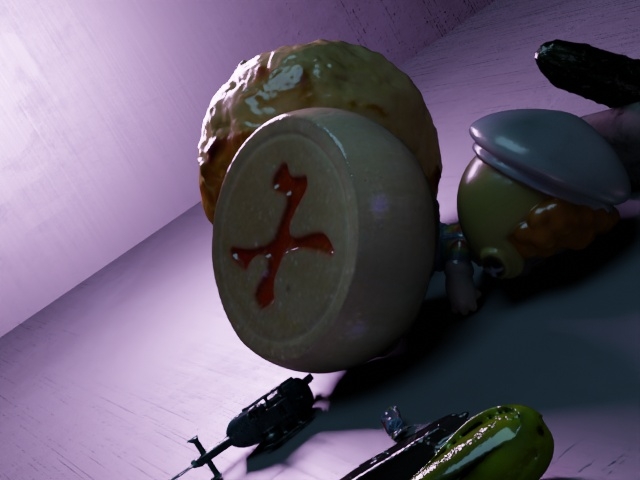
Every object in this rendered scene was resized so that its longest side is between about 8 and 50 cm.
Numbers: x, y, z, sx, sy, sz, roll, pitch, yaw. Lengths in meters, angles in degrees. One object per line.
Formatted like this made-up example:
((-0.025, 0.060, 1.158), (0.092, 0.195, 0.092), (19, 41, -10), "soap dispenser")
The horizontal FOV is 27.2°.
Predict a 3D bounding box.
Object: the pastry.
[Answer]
((-0.003, -0.103, 1.990), (0.388, 0.388, 0.313), (-26, 25, 19), "pastry")

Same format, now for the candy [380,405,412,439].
((0.082, 0.199, 1.458), (0.030, 0.020, 0.083), (-30, 12, 2), "candy")

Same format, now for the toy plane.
((-0.090, 0.230, 1.634), (0.235, 0.060, 0.096), (-33, 6, -22), "toy plane")

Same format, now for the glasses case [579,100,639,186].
((0.454, -0.134, 1.654), (0.060, 0.114, 0.299), (-42, 18, -33), "glasses case")

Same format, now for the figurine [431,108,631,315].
((0.193, -0.024, 1.658), (0.381, 0.205, 0.224), (-35, 6, 18), "figurine")

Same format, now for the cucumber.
((0.404, -0.204, 1.738), (0.072, 0.303, 0.081), (-63, 39, 26), "cucumber")

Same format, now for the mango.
((0.138, 0.212, 1.198), (0.165, 0.074, 0.091), (-36, 14, 11), "mango")

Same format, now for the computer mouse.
((0.080, 0.226, 1.281), (0.172, 0.057, 0.099), (-33, -6, 8), "computer mouse")

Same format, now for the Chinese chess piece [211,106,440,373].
((0.000, 0.000, 1.689), (0.140, 0.338, 0.338), (2, -10, -39), "Chinese chess piece")
